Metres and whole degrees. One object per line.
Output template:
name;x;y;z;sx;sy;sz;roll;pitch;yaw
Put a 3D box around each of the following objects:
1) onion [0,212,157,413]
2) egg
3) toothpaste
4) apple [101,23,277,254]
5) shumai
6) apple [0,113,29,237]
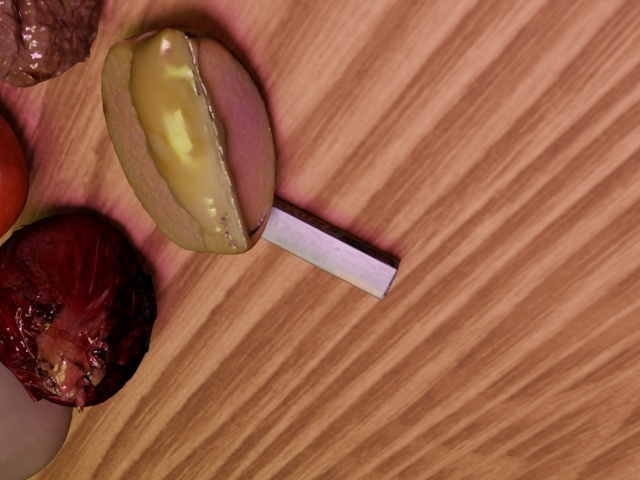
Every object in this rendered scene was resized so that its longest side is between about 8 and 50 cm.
onion;-0.326;0.105;1.309;0.221;0.281;0.281;-13;135;-17
egg;-0.505;0.209;1.458;0.258;0.258;0.352;-6;137;30
toothpaste;0.000;0.000;1.180;0.193;0.070;0.044;28;106;1
apple;-0.145;-0.118;1.095;0.193;0.120;0.265;10;126;39
shumai;-0.339;-0.257;1.041;0.175;0.166;0.206;-4;103;39
apple;-0.481;-0.066;1.212;0.272;0.252;0.206;-27;131;22
